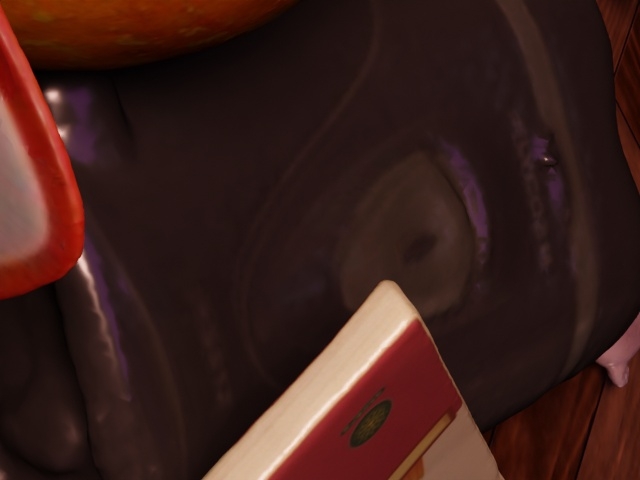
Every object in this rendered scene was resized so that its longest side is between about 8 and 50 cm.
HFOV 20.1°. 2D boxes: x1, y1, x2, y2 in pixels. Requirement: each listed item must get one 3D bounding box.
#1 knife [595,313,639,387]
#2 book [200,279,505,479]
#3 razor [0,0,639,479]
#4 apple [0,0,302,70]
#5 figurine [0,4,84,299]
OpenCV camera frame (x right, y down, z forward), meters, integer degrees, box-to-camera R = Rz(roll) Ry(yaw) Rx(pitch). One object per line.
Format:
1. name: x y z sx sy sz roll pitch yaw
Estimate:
1. knife: 0.108 -0.108 0.933 0.132 0.038 0.399 -49 124 -47
2. book: -0.006 0.113 0.592 0.162 0.022 0.232 -47 157 -7
3. razor: -0.001 0.000 0.675 0.349 0.113 0.204 -24 107 -48
4. apple: -0.078 -0.157 0.498 0.207 0.236 0.237 20 67 -62
5. figurine: -0.198 -0.005 0.334 0.226 0.183 0.160 -40 115 -48
